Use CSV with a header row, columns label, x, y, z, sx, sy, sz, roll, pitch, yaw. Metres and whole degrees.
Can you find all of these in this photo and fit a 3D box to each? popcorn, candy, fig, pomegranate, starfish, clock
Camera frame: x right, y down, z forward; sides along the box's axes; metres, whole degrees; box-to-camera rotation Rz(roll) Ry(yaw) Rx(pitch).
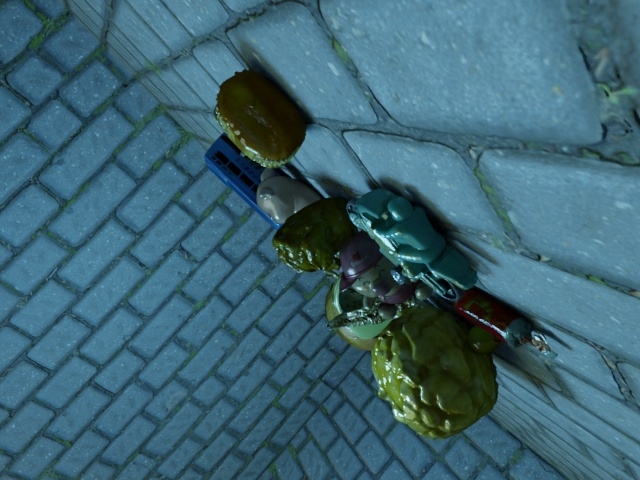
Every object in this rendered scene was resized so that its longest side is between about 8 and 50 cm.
label,x,y,z,sx,sy,sz,roll,pitch,yaw
popcorn,0.329,0.362,1.246,0.353,0.345,0.390,-1,175,-13
candy,0.350,0.155,0.908,0.086,0.059,0.292,46,173,-38
fig,0.409,0.245,1.089,0.074,0.074,0.088,44,150,-10
pomegranate,0.171,0.278,1.768,0.322,0.322,0.322,42,173,6
starfish,0.203,0.231,1.456,0.431,0.324,0.082,34,-154,-7
clock,0.152,0.177,1.533,0.308,0.235,0.096,51,-167,-13

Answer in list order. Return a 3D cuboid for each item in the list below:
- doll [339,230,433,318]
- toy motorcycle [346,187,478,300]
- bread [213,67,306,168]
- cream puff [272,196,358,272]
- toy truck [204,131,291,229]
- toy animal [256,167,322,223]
label,x,y,z,sx,sy,sz,roll,pitch,yaw
doll,0.152,0.087,1.116,0.255,0.196,0.152,39,177,-32
toy motorcycle,0.168,-0.008,0.835,0.296,0.109,0.198,43,164,15
bread,-0.118,-0.237,0.866,0.190,0.132,0.114,42,172,-10
cream puff,-0.009,-0.014,1.181,0.196,0.244,0.244,49,171,-38
toy truck,-0.216,-0.202,1.523,0.385,0.162,0.161,43,172,-2
toy animal,-0.084,-0.112,1.364,0.250,0.154,0.166,27,-170,-22
